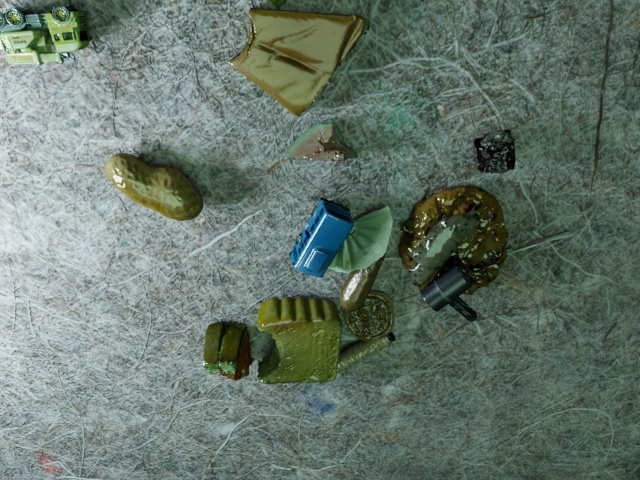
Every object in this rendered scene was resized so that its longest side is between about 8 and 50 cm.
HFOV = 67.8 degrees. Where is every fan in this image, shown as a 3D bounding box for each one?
[{"bbox_3d":[0.097,0.005,1.215,0.240,0.009,0.131,-41,86,23],"label":"fan"}]

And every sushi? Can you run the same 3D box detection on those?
[{"bbox_3d":[0.420,-0.210,1.141,0.094,0.098,0.084,-7,118,18],"label":"sushi"}]

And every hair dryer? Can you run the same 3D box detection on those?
[{"bbox_3d":[0.372,0.161,1.262,0.124,0.071,0.219,-38,124,17],"label":"hair dryer"}]

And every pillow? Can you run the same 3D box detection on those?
[{"bbox_3d":[0.289,0.011,1.177,0.093,0.051,0.241,31,110,-23],"label":"pillow"}]

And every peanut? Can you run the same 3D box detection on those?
[{"bbox_3d":[-0.369,-0.122,1.071,0.226,0.095,0.108,25,97,-16],"label":"peanut"}]

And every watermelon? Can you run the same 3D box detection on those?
[{"bbox_3d":[-0.002,-0.216,1.087,0.155,0.080,0.101,-7,111,14],"label":"watermelon"}]

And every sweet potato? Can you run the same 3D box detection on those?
[{"bbox_3d":[0.123,0.074,1.261,0.075,0.075,0.273,18,111,-17],"label":"sweet potato"}]

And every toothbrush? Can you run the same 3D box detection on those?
[{"bbox_3d":[0.604,0.008,1.322,0.204,0.017,0.022,-15,139,1],"label":"toothbrush"}]

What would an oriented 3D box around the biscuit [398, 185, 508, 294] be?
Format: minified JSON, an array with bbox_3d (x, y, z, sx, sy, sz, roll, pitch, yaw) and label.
[{"bbox_3d":[0.358,0.020,1.260,0.289,0.081,0.334,-22,118,3],"label":"biscuit"}]

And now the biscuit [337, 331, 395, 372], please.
[{"bbox_3d":[0.118,0.328,1.406,0.219,0.061,0.055,-32,74,8],"label":"biscuit"}]

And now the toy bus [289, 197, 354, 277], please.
[{"bbox_3d":[0.000,0.000,1.181,0.090,0.106,0.184,21,114,-21],"label":"toy bus"}]

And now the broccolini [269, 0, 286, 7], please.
[{"bbox_3d":[-0.162,-0.517,0.908,0.216,0.067,0.058,34,113,-33],"label":"broccolini"}]

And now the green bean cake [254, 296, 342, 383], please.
[{"bbox_3d":[-0.066,0.273,1.313,0.233,0.124,0.236,0,119,-9],"label":"green bean cake"}]

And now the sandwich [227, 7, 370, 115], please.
[{"bbox_3d":[-0.050,-0.410,0.972,0.212,0.063,0.245,33,108,-22],"label":"sandwich"}]

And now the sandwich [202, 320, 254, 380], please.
[{"bbox_3d":[-0.250,0.317,1.280,0.109,0.184,0.159,-5,116,3],"label":"sandwich"}]

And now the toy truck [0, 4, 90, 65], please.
[{"bbox_3d":[-0.531,-0.389,0.907,0.169,0.077,0.100,-7,117,-6],"label":"toy truck"}]

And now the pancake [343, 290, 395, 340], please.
[{"bbox_3d":[0.140,0.214,1.351,0.158,0.028,0.158,0,104,0],"label":"pancake"}]
